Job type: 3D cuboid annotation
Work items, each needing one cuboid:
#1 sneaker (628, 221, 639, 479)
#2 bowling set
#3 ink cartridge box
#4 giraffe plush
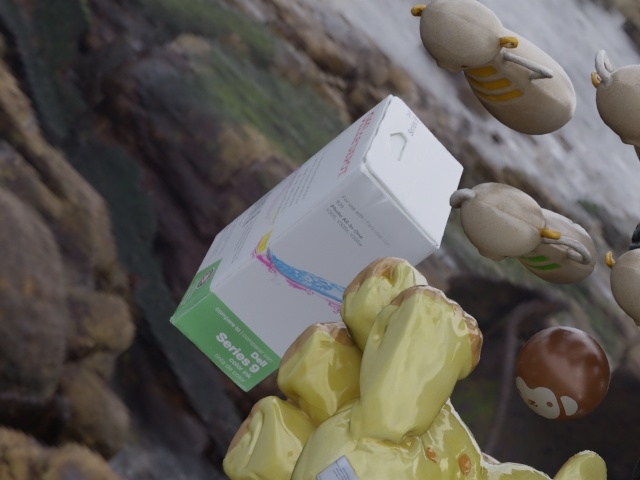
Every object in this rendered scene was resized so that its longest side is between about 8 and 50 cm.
[{"bbox_3d":[0.301,0.117,0.897,0.182,0.158,0.410,29,45,-18],"label":"sneaker"},{"bbox_3d":[0.159,0.003,0.783,0.287,0.199,0.154,20,-3,31],"label":"bowling set"},{"bbox_3d":[0.000,0.000,1.167,0.093,0.212,0.154,44,27,-11],"label":"ink cartridge box"},{"bbox_3d":[0.066,0.136,0.822,0.170,0.181,0.210,35,20,-20],"label":"giraffe plush"}]
